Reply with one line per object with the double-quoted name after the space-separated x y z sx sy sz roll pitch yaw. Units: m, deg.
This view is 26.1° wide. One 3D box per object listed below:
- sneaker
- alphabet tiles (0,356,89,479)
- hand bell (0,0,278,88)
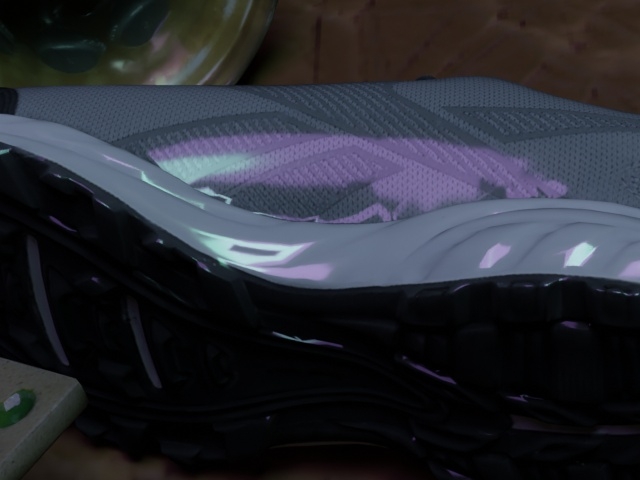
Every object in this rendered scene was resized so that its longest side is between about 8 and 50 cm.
0.000 0.000 0.384 0.271 0.100 0.108 10 42 18 "sneaker"
-0.222 0.114 0.332 0.342 0.011 0.285 9 46 38 "alphabet tiles"
-0.123 -0.138 0.525 0.126 0.126 0.242 -33 41 -11 "hand bell"
